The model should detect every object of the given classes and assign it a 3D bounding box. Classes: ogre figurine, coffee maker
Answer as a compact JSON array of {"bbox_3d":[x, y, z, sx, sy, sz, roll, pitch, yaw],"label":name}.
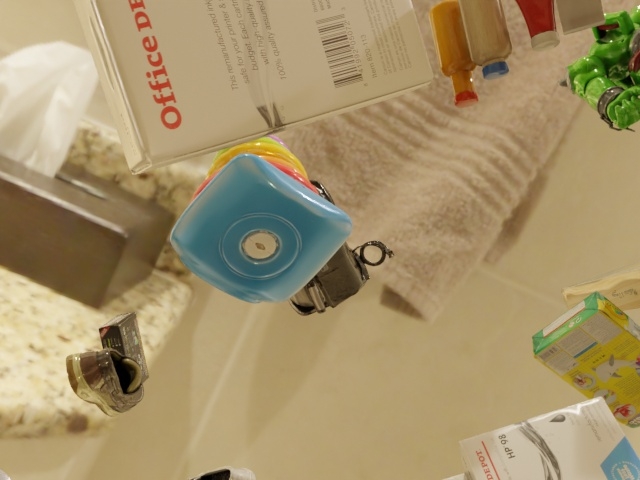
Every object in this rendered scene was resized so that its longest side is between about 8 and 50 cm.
[{"bbox_3d":[0.334,-0.190,0.828,0.097,0.197,0.118,36,-2,-41],"label":"ogre figurine"},{"bbox_3d":[0.000,0.000,1.178,0.120,0.171,0.178,37,-19,35],"label":"coffee maker"}]

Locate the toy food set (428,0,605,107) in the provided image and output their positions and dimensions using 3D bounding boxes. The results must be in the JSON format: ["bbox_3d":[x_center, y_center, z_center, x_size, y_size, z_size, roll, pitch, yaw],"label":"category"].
[{"bbox_3d":[0.214,-0.208,0.741,0.232,0.105,0.111,-13,-10,17],"label":"toy food set"}]

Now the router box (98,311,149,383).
[{"bbox_3d":[-0.330,0.191,1.365,0.038,0.123,0.092,-9,7,6],"label":"router box"}]

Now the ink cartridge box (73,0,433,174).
[{"bbox_3d":[-0.066,-0.199,0.741,0.283,0.207,0.117,-19,6,-20],"label":"ink cartridge box"}]

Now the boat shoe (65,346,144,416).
[{"bbox_3d":[-0.200,0.140,0.804,0.049,0.056,0.152,-16,-17,3],"label":"boat shoe"}]

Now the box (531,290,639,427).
[{"bbox_3d":[0.352,0.147,0.961,0.179,0.105,0.043,38,32,-13],"label":"box"}]

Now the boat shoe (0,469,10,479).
[{"bbox_3d":[-0.647,0.440,1.496,0.142,0.040,0.049,22,44,-24],"label":"boat shoe"}]

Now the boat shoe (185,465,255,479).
[{"bbox_3d":[-0.192,0.410,1.332,0.184,0.066,0.063,-20,-40,34],"label":"boat shoe"}]

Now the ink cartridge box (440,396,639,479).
[{"bbox_3d":[0.196,0.224,0.740,0.180,0.060,0.104,-17,43,-2],"label":"ink cartridge box"}]

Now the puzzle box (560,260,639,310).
[{"bbox_3d":[0.508,0.026,1.049,0.409,0.272,0.052,105,-34,-82],"label":"puzzle box"}]

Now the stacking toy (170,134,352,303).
[{"bbox_3d":[-0.083,-0.080,1.031,0.175,0.166,0.302,31,27,-26],"label":"stacking toy"}]
